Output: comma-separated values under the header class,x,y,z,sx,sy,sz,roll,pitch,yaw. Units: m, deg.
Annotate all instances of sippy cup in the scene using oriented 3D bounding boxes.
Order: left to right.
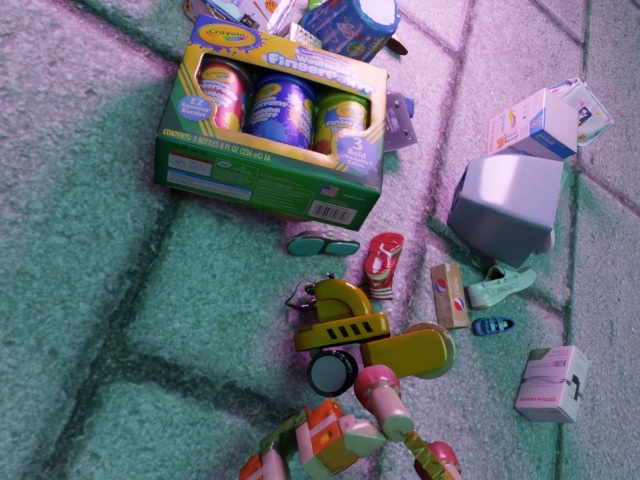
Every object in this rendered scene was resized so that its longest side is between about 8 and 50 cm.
class,x,y,z,sx,sy,sz,roll,pitch,yaw
sippy cup,0.086,-0.572,1.455,0.306,0.224,0.239,37,59,-19

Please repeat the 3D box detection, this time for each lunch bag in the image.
class,x,y,z,sx,sy,sz,roll,pitch,yaw
lunch bag,-0.194,-0.621,1.356,0.243,0.115,0.303,34,58,-18
lunch bag,0.851,-0.429,1.896,0.223,0.262,0.160,41,57,-18

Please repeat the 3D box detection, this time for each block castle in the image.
class,x,y,z,sx,sy,sz,roll,pitch,yaw
block castle,0.020,0.469,0.997,0.453,0.213,0.303,-37,105,0

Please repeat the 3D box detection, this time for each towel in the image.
class,x,y,z,sx,sy,sz,roll,pitch,yaw
towel,0.232,-0.411,1.622,0.120,0.029,0.067,12,70,-31

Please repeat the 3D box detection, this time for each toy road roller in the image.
class,x,y,z,sx,sy,sz,roll,pitch,yaw
toy road roller,0.106,0.193,1.164,0.330,0.202,0.240,-12,77,5

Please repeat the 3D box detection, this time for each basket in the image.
class,x,y,z,sx,sy,sz,roll,pitch,yaw
basket,-0.070,-0.447,1.383,0.103,0.113,0.167,19,65,-32

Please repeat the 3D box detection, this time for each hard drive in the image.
class,x,y,z,sx,sy,sz,roll,pitch,yaw
hard drive,0.143,-0.319,1.506,0.255,0.054,0.171,-17,87,-31

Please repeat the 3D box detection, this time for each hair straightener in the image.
class,x,y,z,sx,sy,sz,roll,pitch,yaw
hair straightener,0.015,0.123,1.306,0.231,0.047,0.088,-6,78,-30

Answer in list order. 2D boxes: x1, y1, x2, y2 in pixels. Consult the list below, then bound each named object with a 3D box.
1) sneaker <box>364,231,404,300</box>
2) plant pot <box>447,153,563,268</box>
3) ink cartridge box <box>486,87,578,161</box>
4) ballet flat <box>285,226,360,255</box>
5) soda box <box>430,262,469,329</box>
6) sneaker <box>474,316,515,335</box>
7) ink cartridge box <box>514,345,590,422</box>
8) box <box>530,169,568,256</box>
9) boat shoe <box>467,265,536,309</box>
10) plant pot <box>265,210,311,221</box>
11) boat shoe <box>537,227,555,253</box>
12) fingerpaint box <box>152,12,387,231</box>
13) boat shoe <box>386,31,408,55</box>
class,x,y,z,sx,sy,sz,roll,pitch,yaw
sneaker,0.162,0.075,1.408,0.221,0.087,0.127,-49,143,-52
plant pot,0.521,-0.108,1.583,0.253,0.247,0.247,19,62,6
ink cartridge box,0.694,-0.347,1.784,0.168,0.233,0.171,24,63,-23
ballet flat,0.000,0.000,1.325,0.213,0.072,0.068,4,46,-34
soda box,0.359,0.157,1.506,0.058,0.061,0.181,5,72,-33
sneaker,0.507,0.247,1.578,0.144,0.059,0.053,-3,79,-33
ink cartridge box,0.676,0.421,1.579,0.087,0.153,0.208,44,57,-16
box,0.701,-0.096,1.754,0.067,0.063,0.323,31,77,-15
boat shoe,0.545,0.118,1.620,0.277,0.098,0.096,-21,88,-35
plant pot,-0.071,-0.128,1.260,0.238,0.109,0.237,9,57,-14
boat shoe,0.757,-0.066,1.828,0.076,0.083,0.226,1,74,-32
fingerpaint box,-0.090,-0.256,1.166,0.446,0.163,0.370,14,57,-10
boat shoe,0.222,-0.627,1.671,0.135,0.050,0.045,33,65,-21
